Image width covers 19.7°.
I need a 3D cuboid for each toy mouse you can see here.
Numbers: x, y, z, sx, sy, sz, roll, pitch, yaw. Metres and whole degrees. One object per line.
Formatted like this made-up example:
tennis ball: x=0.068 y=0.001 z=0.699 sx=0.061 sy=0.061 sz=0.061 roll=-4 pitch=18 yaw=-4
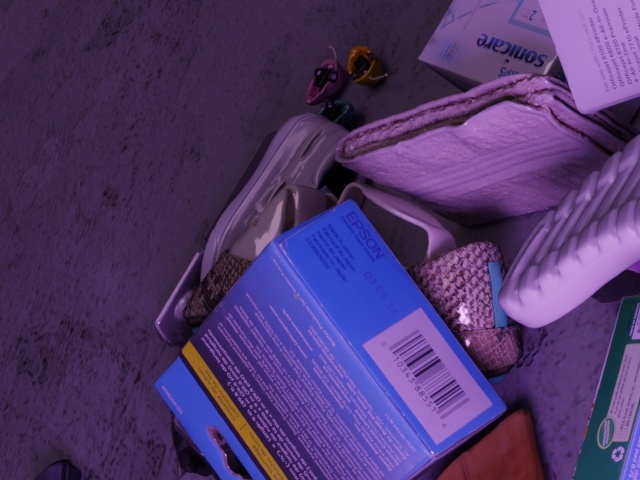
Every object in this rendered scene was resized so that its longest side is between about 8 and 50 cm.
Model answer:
toy mouse: x=0.019 y=-0.169 z=2.189 sx=0.143 sy=0.031 sz=0.161 roll=-50 pitch=33 yaw=13

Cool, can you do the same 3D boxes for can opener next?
can opener: x=-0.111 y=0.000 z=2.186 sx=0.283 sy=0.076 sz=0.095 roll=-59 pitch=32 yaw=-4

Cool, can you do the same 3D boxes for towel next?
towel: x=0.170 y=-0.079 z=1.770 sx=0.282 sy=0.187 sz=0.049 roll=-16 pitch=55 yaw=48

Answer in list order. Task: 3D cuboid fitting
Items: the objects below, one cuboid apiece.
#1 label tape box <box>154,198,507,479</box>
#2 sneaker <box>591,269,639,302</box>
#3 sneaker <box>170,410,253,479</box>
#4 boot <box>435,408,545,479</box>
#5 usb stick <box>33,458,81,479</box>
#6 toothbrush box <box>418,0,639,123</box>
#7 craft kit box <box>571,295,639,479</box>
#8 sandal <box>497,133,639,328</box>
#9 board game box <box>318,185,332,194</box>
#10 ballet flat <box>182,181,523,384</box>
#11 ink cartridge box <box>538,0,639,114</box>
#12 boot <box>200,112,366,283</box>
label tape box: x=-0.002 y=0.144 z=1.745 sx=0.106 sy=0.240 sz=0.333 roll=-31 pitch=-10 yaw=-34
sneaker: x=0.295 y=-0.019 z=1.677 sx=0.178 sy=0.072 sz=0.077 roll=-41 pitch=24 yaw=12
sneaker: x=-0.053 y=0.195 z=1.934 sx=0.276 sy=0.097 sz=0.135 roll=-9 pitch=73 yaw=38
boot: x=0.204 y=0.252 z=1.577 sx=0.264 sy=0.096 sz=0.280 roll=-51 pitch=25 yaw=26
usb stick: x=-0.324 y=0.389 z=2.181 sx=0.077 sy=0.045 sz=0.278 roll=-32 pitch=41 yaw=34
toothbrush box: x=0.264 y=-0.257 z=1.845 sx=0.295 sy=0.126 sz=0.216 roll=-59 pitch=32 yaw=1
craft kit box: x=0.282 y=0.200 z=1.334 sx=0.061 sy=0.246 sz=0.250 roll=-9 pitch=57 yaw=54
sandal: x=0.291 y=-0.028 z=1.415 sx=0.416 sy=0.102 sz=0.169 roll=-33 pitch=23 yaw=56
board game box: x=0.000 y=0.000 z=2.026 sx=0.090 sy=0.090 sz=0.020 roll=-37 pitch=4 yaw=30
ballet flat: x=0.026 y=0.030 z=1.881 sx=0.483 sy=0.164 sz=0.182 roll=7 pitch=100 yaw=52
ink cartridge box: x=0.373 y=-0.227 z=1.565 sx=0.223 sy=0.129 sz=0.307 roll=-26 pitch=6 yaw=-43
boot: x=-0.038 y=-0.020 z=2.088 sx=0.123 sy=0.095 sz=0.258 roll=27 pitch=90 yaw=54
